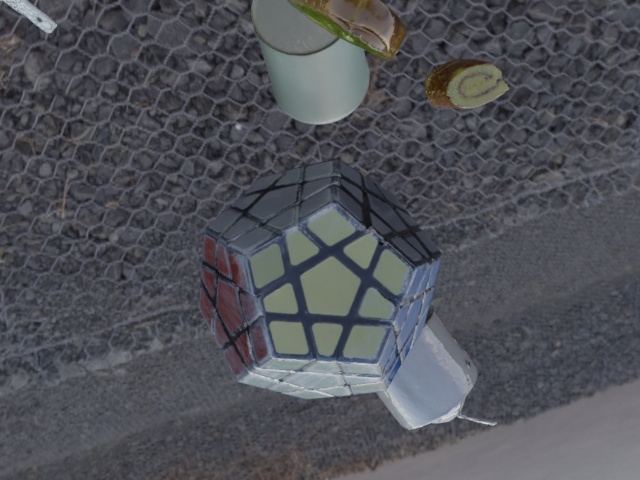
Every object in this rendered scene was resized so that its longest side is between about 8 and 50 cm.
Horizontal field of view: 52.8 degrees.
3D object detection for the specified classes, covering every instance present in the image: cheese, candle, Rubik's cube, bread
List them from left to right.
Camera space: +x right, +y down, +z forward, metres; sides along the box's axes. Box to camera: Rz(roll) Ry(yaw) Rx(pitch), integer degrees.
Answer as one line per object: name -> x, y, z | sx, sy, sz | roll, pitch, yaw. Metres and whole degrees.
cheese -> -0.636, -0.502, 1.268 | 0.127, 0.054, 0.252 | -23, 131, 41
Rubik's cube -> -0.002, 0.054, 0.839 | 0.319, 0.264, 0.318 | -49, 151, -39
bread -> 0.046, -0.405, 1.157 | 0.236, 0.236, 0.069 | 24, 103, -30
candle -> 0.192, 0.248, 1.192 | 0.187, 0.187, 0.330 | -37, 95, 6
bread -> 0.310, -0.342, 1.412 | 0.132, 0.172, 0.103 | -23, 108, -3

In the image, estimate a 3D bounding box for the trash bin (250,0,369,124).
trash bin -> -0.018, -0.490, 1.680 | 0.281, 0.280, 0.432 | -29, 166, 0
